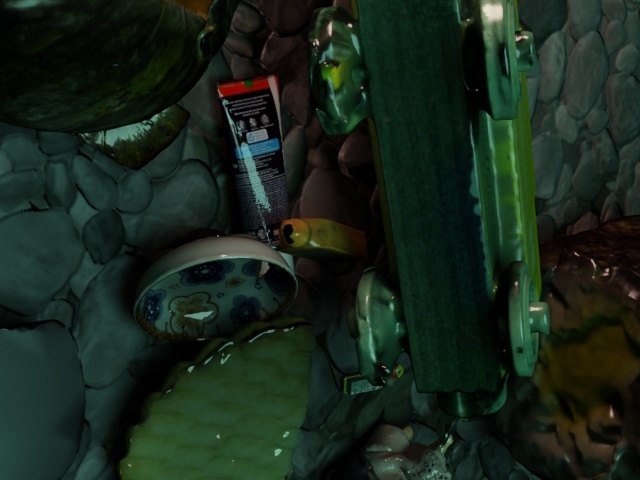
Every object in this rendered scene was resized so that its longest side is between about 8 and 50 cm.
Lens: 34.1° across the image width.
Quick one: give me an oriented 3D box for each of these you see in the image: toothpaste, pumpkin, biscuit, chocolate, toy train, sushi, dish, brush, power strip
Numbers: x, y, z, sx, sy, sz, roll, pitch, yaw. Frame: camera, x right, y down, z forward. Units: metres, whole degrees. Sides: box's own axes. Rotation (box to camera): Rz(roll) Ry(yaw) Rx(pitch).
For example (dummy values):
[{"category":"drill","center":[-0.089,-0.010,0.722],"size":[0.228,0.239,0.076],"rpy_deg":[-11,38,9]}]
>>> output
[{"category":"toothpaste","center":[-0.053,-0.052,0.936],"size":[0.071,0.045,0.194],"rpy_deg":[-22,110,-43]},{"category":"pumpkin","center":[-0.163,-0.102,0.838],"size":[0.073,0.035,0.101],"rpy_deg":[-53,133,0]},{"category":"biscuit","center":[-0.096,0.191,0.941],"size":[0.187,0.036,0.274],"rpy_deg":[-7,121,-30]},{"category":"chocolate","center":[-0.251,0.110,0.796],"size":[0.148,0.080,0.125],"rpy_deg":[38,66,-32]},{"category":"toy train","center":[0.114,-0.071,0.930],"size":[0.272,0.179,0.442],"rpy_deg":[-60,144,-62]},{"category":"sushi","center":[0.356,0.131,1.166],"size":[0.294,0.281,0.300],"rpy_deg":[-14,99,-37]},{"category":"dish","center":[-0.095,0.022,0.900],"size":[0.141,0.078,0.141],"rpy_deg":[-10,148,-6]},{"category":"pumpkin","center":[-0.163,-0.225,0.668],"size":[0.320,0.192,0.321],"rpy_deg":[-30,126,-51]},{"category":"brush","center":[0.060,0.146,1.095],"size":[0.083,0.021,0.019],"rpy_deg":[-8,105,-38]},{"category":"power strip","center":[0.000,0.000,0.940],"size":[0.178,0.049,0.028],"rpy_deg":[16,72,-71]}]

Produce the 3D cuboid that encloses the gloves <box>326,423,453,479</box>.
[{"category":"gloves","center":[0.077,0.257,1.093],"size":[0.144,0.110,0.094],"rpy_deg":[-7,117,-8]}]
